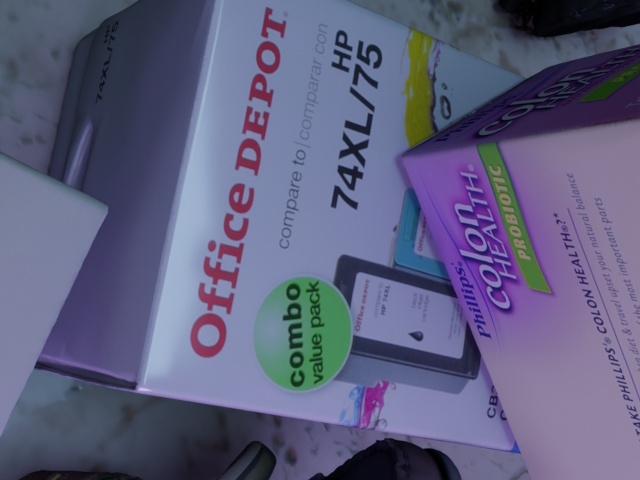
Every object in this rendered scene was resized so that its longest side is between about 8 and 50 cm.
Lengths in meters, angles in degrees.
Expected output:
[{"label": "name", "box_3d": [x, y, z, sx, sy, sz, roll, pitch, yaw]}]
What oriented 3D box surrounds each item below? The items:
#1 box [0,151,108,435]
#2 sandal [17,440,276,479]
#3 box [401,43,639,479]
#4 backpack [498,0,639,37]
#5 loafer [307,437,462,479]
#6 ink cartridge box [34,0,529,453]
[{"label": "box", "box_3d": [-0.236, -0.014, 0.389, 0.232, 0.149, 0.126, 30, 80, -39]}, {"label": "sandal", "box_3d": [-0.154, 0.168, 0.489, 0.303, 0.120, 0.086, -20, 73, -27]}, {"label": "box", "box_3d": [0.185, 0.025, 0.392, 0.117, 0.243, 0.213, -33, 106, -31]}, {"label": "backpack", "box_3d": [0.215, -0.258, 0.730, 0.152, 0.115, 0.181, -12, 92, -30]}, {"label": "loafer", "box_3d": [-0.047, 0.214, 0.494, 0.095, 0.109, 0.302, 30, 109, -19]}, {"label": "ink cartridge box", "box_3d": [0.000, 0.000, 0.536, 0.270, 0.197, 0.198, 15, 81, -32]}]
